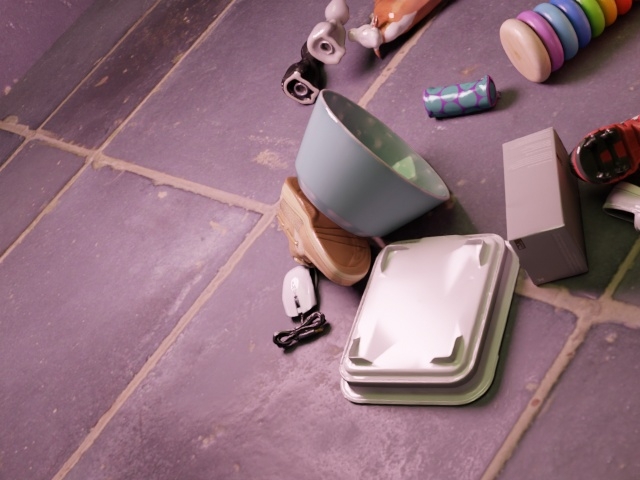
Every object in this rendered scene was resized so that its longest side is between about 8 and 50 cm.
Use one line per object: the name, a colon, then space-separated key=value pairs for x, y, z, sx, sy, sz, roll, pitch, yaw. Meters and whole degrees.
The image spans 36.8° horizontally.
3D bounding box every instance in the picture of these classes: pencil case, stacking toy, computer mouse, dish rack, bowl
pencil case: x=0.285 y=-0.293 z=1.961 sx=0.151 sy=0.064 sz=0.070 roll=-6 pitch=64 yaw=33
stacking toy: x=0.522 y=-0.455 z=1.895 sx=0.330 sy=0.141 sz=0.141 roll=-35 pitch=38 yaw=-3
computer mouse: x=-0.044 y=0.110 z=1.830 sx=0.106 sy=0.042 sz=0.193 roll=-25 pitch=40 yaw=17
dish rack: x=0.175 y=0.117 z=1.634 sx=0.285 sy=0.072 sz=0.333 roll=-6 pitch=47 yaw=35
bowl: x=0.075 y=-0.122 z=1.807 sx=0.163 sy=0.311 sz=0.311 roll=-51 pitch=35 yaw=18

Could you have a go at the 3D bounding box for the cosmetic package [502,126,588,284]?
cosmetic package: x=0.373 y=-0.058 z=1.610 sx=0.107 sy=0.127 sz=0.238 roll=-19 pitch=44 yaw=23

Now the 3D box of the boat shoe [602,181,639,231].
boat shoe: x=0.522 y=-0.040 z=1.527 sx=0.063 sy=0.066 sz=0.184 roll=-52 pitch=40 yaw=-1

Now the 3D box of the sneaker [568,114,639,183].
sneaker: x=0.533 y=-0.162 z=1.601 sx=0.276 sy=0.098 sz=0.135 roll=-19 pitch=0 yaw=-7

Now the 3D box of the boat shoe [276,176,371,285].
boat shoe: x=0.000 y=0.000 z=1.868 sx=0.110 sy=0.121 sz=0.341 roll=-67 pitch=27 yaw=24

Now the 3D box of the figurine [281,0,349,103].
figurine: x=-0.001 y=-0.464 z=2.281 sx=0.215 sy=0.092 sz=0.209 roll=-52 pitch=17 yaw=41

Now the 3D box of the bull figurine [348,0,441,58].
bull figurine: x=0.192 y=-0.561 z=2.272 sx=0.310 sy=0.101 sz=0.188 roll=-35 pitch=37 yaw=4
